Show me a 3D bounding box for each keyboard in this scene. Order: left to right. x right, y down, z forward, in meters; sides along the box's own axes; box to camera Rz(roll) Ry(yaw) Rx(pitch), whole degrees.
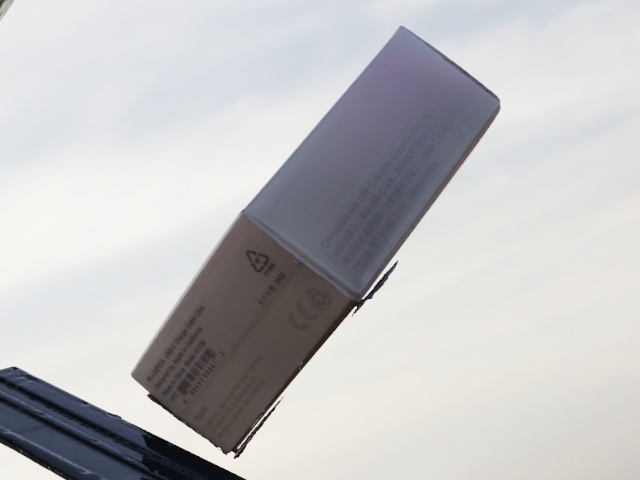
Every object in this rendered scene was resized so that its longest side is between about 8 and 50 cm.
[{"bbox_3d":[-0.071,0.146,1.095,0.381,0.041,0.103,15,15,33],"label":"keyboard"}]

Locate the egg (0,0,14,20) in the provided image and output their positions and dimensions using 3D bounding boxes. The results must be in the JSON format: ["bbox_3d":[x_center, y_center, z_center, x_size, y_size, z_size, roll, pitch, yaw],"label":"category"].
[{"bbox_3d":[-0.336,-0.214,0.975,0.345,0.345,0.428,-28,-32,28],"label":"egg"}]

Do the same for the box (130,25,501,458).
[{"bbox_3d":[0.000,0.000,1.308,0.252,0.106,0.203,-50,-3,-44],"label":"box"}]
